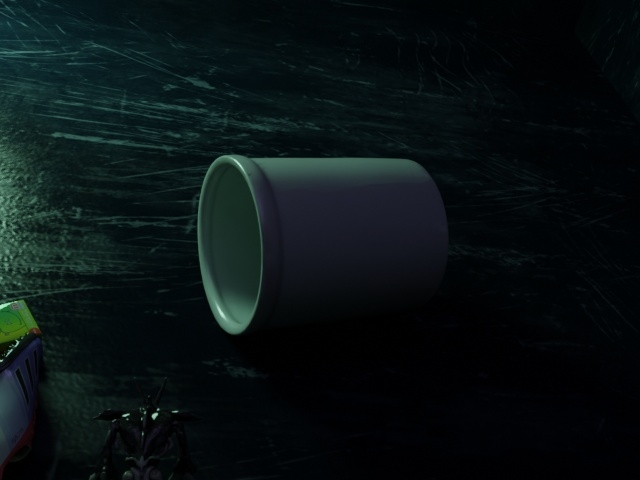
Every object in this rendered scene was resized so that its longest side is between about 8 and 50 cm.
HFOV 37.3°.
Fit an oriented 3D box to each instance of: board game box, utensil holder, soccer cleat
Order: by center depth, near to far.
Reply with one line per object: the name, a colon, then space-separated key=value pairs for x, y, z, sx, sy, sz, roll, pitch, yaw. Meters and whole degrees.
soccer cleat: x=-0.485 y=0.272 z=1.461 sx=0.116 sy=0.109 sz=0.318 roll=32 pitch=33 yaw=-12
board game box: x=-0.576 y=0.164 z=1.600 sx=0.181 sy=0.043 sz=0.092 roll=-13 pitch=45 yaw=-33
utensil holder: x=0.000 y=0.000 z=1.797 sx=0.385 sy=0.328 sz=0.328 roll=-3 pitch=40 yaw=-28

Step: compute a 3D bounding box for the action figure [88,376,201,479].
action figure: x=-0.264 y=0.345 z=1.402 sx=0.164 sy=0.141 sz=0.276 roll=6 pitch=47 yaw=-9
